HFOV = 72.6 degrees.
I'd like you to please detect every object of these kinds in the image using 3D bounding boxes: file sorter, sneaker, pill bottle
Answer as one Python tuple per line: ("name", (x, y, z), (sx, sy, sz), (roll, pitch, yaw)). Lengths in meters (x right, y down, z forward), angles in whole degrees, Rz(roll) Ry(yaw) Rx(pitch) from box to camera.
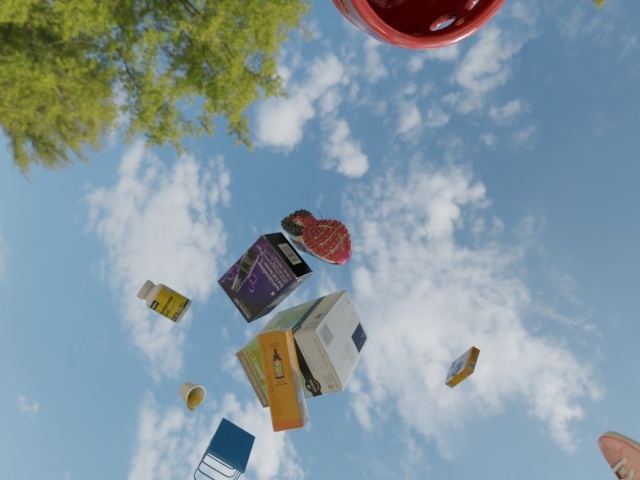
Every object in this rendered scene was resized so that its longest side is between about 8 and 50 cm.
("file sorter", (-0.275, 0.621, 1.251), (0.118, 0.170, 0.105), (31, -85, -2))
("sneaker", (0.000, 0.000, 1.242), (0.120, 0.112, 0.299), (-35, -147, -14))
("pill bottle", (-0.372, 0.142, 1.035), (0.116, 0.065, 0.065), (33, -67, -11))
("sneaker", (0.351, 0.277, 0.470), (0.134, 0.070, 0.051), (49, -28, 42))

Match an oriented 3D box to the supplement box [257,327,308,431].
("supplement box", (-0.092, 0.338, 1.073), (0.078, 0.080, 0.234), (-12, -96, 10))

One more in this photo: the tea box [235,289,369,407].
("tea box", (-0.050, 0.366, 1.502), (0.323, 0.329, 0.220), (-23, -84, 25))

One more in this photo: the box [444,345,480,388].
("box", (0.399, 0.363, 1.235), (0.028, 0.081, 0.136), (31, -41, 9))

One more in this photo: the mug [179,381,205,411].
("mug", (-0.381, 0.449, 1.265), (0.064, 0.062, 0.078), (11, -110, 43))

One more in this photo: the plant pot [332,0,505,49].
("plant pot", (0.094, -0.312, 0.474), (0.191, 0.191, 0.174), (-62, -161, 17))

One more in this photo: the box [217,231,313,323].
("box", (-0.151, 0.100, 1.190), (0.207, 0.108, 0.153), (-45, -102, 20))
